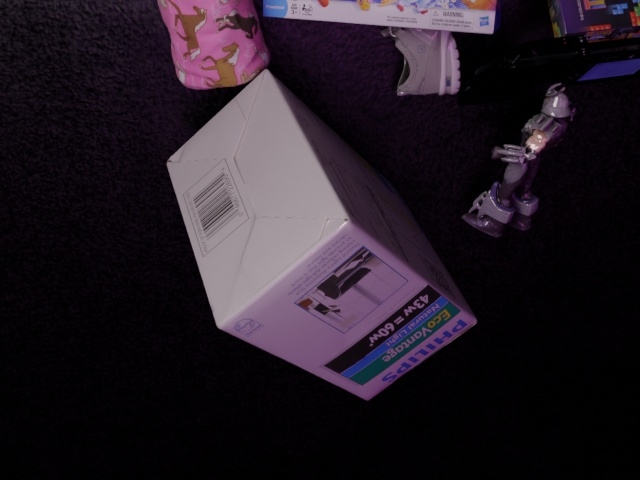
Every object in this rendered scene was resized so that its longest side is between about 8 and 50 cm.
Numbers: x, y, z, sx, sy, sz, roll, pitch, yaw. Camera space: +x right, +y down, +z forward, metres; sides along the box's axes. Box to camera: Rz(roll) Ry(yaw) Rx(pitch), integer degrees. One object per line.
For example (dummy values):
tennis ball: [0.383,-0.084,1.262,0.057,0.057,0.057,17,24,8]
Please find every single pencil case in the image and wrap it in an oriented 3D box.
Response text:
pencil case: [-0.180,-0.401,1.008,0.160,0.167,0.386,5,132,23]

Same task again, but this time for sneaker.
sneaker: [0.148,-0.354,1.126,0.115,0.105,0.281,-11,115,5]

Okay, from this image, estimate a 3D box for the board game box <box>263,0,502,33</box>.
board game box: [0.091,-0.430,1.021,0.347,0.078,0.233,10,115,17]

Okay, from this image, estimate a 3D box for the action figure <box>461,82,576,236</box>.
action figure: [0.346,-0.138,1.217,0.185,0.099,0.285,-25,143,-41]

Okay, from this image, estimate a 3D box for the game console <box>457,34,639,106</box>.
game console: [0.407,-0.276,1.144,0.361,0.213,0.044,-10,87,-13]

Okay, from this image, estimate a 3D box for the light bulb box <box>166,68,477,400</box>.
light bulb box: [0.000,0.000,1.092,0.225,0.358,0.361,-39,136,15]

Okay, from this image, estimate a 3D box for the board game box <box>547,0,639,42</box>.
board game box: [0.424,-0.395,1.110,0.141,0.048,0.170,-7,79,-3]
